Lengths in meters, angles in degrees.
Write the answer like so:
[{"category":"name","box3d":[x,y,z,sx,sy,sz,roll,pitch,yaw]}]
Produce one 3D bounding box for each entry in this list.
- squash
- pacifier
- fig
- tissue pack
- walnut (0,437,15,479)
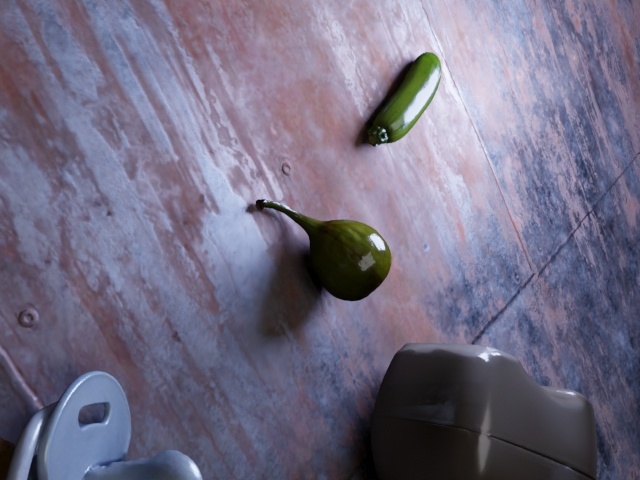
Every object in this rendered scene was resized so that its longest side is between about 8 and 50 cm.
[{"category":"squash","box3d":[0.163,-0.256,1.245,0.069,0.069,0.258,48,57,-26]},{"category":"pacifier","box3d":[-0.227,0.288,0.753,0.227,0.207,0.279,50,41,-80]},{"category":"fig","box3d":[0.000,0.000,1.074,0.236,0.124,0.124,33,63,-7]},{"category":"tissue pack","box3d":[0.275,0.347,1.140,0.387,0.267,0.277,29,64,-36]},{"category":"walnut","box3d":[-0.400,0.277,0.687,0.207,0.115,0.116,-45,114,-26]}]
